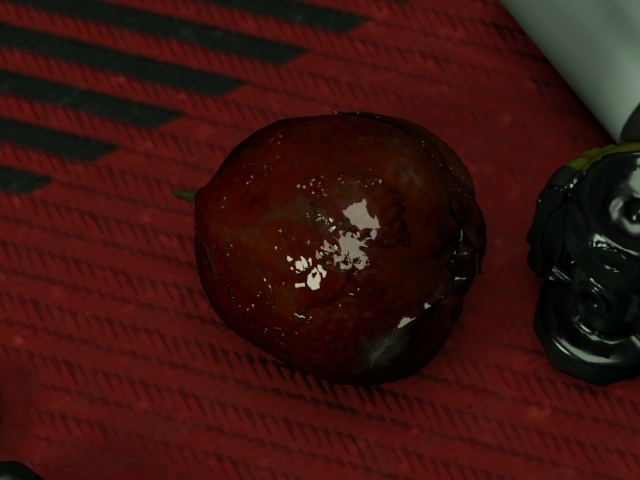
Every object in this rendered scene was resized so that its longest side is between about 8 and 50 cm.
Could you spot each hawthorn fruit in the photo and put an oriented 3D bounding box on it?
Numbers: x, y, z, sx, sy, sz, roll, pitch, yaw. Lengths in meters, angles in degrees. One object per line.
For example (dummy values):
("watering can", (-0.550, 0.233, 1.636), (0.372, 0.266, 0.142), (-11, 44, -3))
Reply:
("hawthorn fruit", (0.000, 0.000, 1.004), (0.172, 0.148, 0.148), (11, 67, 20))

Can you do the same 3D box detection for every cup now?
("cup", (0.177, -0.127, 1.087), (0.099, 0.136, 0.133), (-45, 68, 20))

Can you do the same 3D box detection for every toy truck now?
("toy truck", (0.225, 0.023, 0.987), (0.224, 0.147, 0.165), (38, 64, 19))

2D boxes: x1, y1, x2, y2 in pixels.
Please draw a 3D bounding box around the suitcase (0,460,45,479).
("suitcase", (-0.162, 0.271, 0.930), (0.206, 0.066, 0.285), (32, 71, 13))
